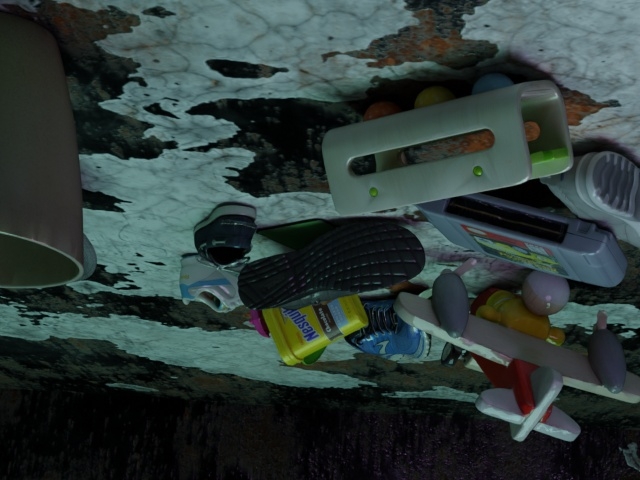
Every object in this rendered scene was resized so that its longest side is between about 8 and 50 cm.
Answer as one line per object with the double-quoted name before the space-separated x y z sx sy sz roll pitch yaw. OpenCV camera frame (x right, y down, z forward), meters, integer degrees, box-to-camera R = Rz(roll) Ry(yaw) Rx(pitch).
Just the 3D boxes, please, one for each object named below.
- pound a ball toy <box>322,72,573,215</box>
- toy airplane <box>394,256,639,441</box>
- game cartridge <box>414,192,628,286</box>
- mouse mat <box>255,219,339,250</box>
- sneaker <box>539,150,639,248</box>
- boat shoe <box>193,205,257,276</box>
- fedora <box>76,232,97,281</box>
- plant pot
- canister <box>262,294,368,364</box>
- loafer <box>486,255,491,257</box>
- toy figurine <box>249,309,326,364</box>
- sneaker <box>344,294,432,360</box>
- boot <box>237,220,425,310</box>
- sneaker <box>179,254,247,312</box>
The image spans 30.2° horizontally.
"pound a ball toy" 0.152 -0.122 1.473 0.319 0.135 0.208 -9 -176 37
"toy airplane" 0.364 0.180 2.112 0.384 0.272 0.386 31 -166 32
"game cartridge" 0.296 -0.006 1.745 0.294 0.060 0.196 17 174 28
"mouse mat" 0.000 0.000 2.059 0.153 0.007 0.190 -10 157 38
"sneaker" 0.411 -0.060 1.655 0.115 0.105 0.281 9 165 45
"boat shoe" -0.161 0.010 2.007 0.095 0.079 0.254 9 163 -19
"fedora" -0.464 -0.045 1.827 0.244 0.124 0.275 -6 152 25
"plant pot" -0.381 -0.109 1.345 0.256 0.274 0.256 4 162 1
"canister" -0.009 0.142 2.232 0.170 0.126 0.073 -28 163 14
"loafer" 0.318 0.000 1.910 0.148 0.056 0.050 4 -159 -25
"toy figurine" -0.061 0.147 2.377 0.159 0.173 0.130 18 149 25
"sneaker" 0.130 0.180 2.404 0.147 0.129 0.330 7 163 -15
"boot" 0.042 0.047 2.041 0.338 0.118 0.223 -10 173 21
"sneaker" -0.161 0.093 2.255 0.229 0.092 0.087 10 160 -22
